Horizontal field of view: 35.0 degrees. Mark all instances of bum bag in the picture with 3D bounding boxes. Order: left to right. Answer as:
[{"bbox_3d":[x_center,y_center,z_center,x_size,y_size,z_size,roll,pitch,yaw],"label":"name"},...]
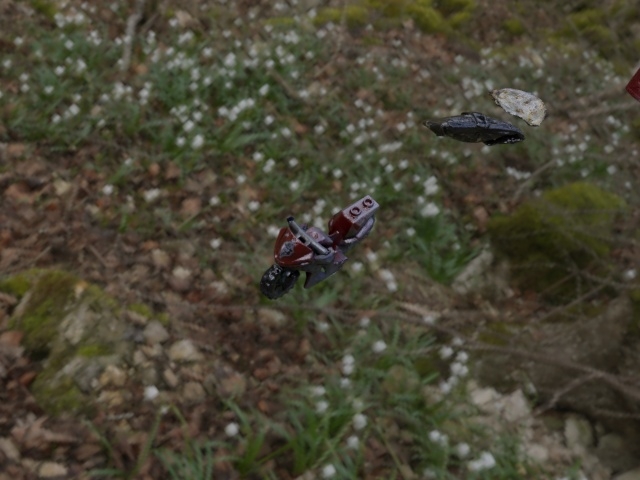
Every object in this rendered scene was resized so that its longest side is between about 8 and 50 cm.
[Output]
[{"bbox_3d":[0.321,-0.241,2.157,0.248,0.069,0.102,3,28,-31],"label":"bum bag"}]

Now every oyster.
[{"bbox_3d":[0.266,-0.184,1.381,0.083,0.019,0.054,27,53,4],"label":"oyster"}]

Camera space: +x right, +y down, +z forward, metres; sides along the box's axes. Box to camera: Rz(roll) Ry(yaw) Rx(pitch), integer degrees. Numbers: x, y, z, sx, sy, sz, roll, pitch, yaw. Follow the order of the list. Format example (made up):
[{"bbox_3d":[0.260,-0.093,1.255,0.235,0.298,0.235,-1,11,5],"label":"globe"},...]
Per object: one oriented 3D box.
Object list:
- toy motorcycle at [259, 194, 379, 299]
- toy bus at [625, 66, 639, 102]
[{"bbox_3d":[-0.001,-0.001,1.442,0.213,0.122,0.082,-34,69,-27],"label":"toy motorcycle"},{"bbox_3d":[0.732,-0.381,2.163,0.077,0.192,0.065,-20,60,-42],"label":"toy bus"}]
